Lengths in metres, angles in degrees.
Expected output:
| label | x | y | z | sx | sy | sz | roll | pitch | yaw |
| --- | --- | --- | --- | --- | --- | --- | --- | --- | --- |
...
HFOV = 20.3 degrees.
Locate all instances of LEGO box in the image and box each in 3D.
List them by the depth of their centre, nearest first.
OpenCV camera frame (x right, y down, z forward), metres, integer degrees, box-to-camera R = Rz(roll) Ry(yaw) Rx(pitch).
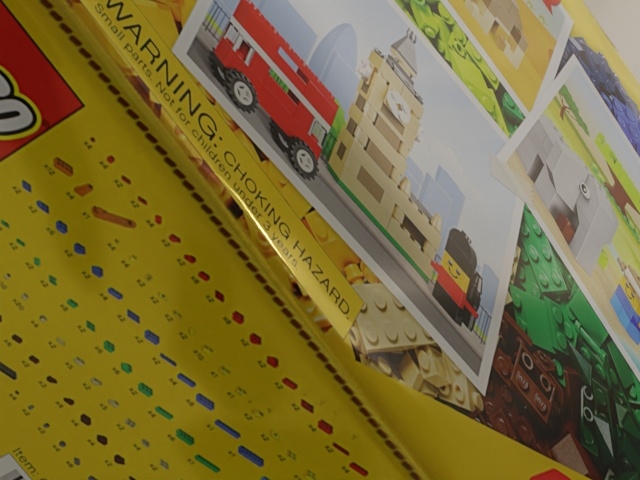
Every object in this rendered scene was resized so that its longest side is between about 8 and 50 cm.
| label | x | y | z | sx | sy | sz | roll | pitch | yaw |
| --- | --- | --- | --- | --- | --- | --- | --- | --- | --- |
| LEGO box | 0.000 | 0.000 | 0.765 | 0.193 | 0.372 | 0.500 | -28 | -72 | 31 |
